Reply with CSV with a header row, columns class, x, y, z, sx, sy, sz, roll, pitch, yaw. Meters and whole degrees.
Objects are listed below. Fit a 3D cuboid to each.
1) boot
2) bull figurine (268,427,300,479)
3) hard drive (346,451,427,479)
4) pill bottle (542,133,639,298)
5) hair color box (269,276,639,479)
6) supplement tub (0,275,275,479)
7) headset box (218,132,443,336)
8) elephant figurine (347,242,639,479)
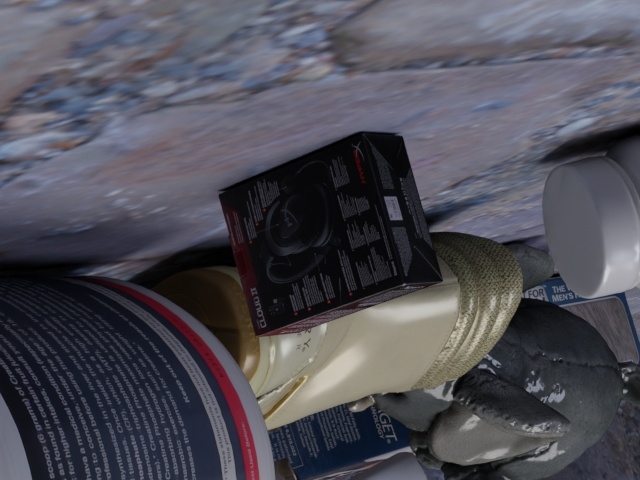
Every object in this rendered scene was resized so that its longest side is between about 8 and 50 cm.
class,x,y,z,sx,sy,sz,roll,pitch,yaw
boot,-0.034,0.064,0.975,0.203,0.095,0.262,-10,166,-36
bull figurine,-0.112,0.184,1.280,0.188,0.101,0.310,-24,175,-3
hard drive,-0.095,0.252,1.260,0.318,0.040,0.210,-23,171,-34
pill bottle,0.181,-0.018,0.862,0.137,0.078,0.078,-13,171,-17
hair color box,0.082,0.125,1.507,0.174,0.105,0.347,-7,168,-44
supplement tub,-0.156,0.108,0.706,0.191,0.191,0.272,-19,170,25
headset box,0.000,0.000,0.716,0.083,0.062,0.032,-22,168,34
elephant figurine,0.094,0.083,1.155,0.186,0.169,0.239,-46,153,0
